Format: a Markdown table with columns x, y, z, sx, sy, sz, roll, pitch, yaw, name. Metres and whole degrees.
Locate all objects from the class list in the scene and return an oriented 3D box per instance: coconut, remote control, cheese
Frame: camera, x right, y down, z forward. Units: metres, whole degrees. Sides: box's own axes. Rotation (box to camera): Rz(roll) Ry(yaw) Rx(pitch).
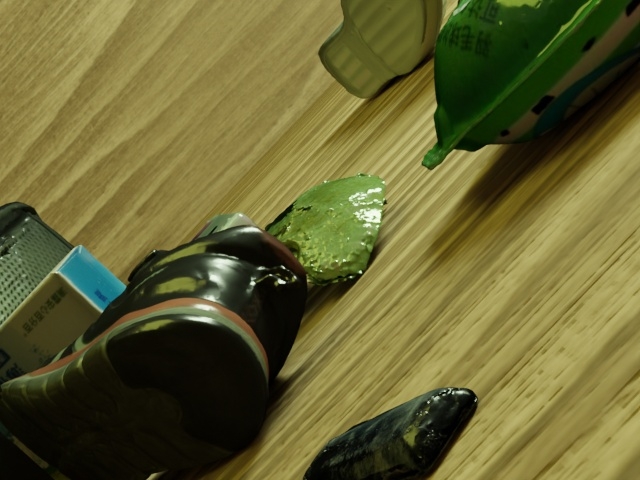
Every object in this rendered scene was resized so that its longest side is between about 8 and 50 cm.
| x | y | z | sx | sy | sz | roll | pitch | yaw | name |
| --- | --- | --- | --- | --- | --- | --- | --- | --- | --- |
| -0.005 | -0.001 | 0.853 | 0.158 | 0.055 | 0.133 | -35 | 14 | 51 | coconut |
| -0.141 | 0.031 | 1.492 | 0.145 | 0.050 | 0.344 | -47 | 6 | -5 | remote control |
| 0.159 | -0.159 | 0.652 | 0.320 | 0.083 | 0.204 | -48 | 5 | 4 | cheese |
| 0.020 | 0.073 | 0.452 | 0.039 | 0.014 | 0.096 | -51 | 7 | -30 | remote control |

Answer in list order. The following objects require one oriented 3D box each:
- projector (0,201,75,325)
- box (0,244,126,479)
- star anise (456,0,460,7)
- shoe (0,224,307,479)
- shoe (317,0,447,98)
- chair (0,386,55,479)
| x | y | z | sx | sy | sz | roll | pitch | yaw | name |
| --- | --- | --- | --- | --- | --- | --- | --- | --- | --- |
| -0.392 | 0.207 | 1.203 | 0.395 | 0.242 | 0.405 | -42 | 9 | 24 | projector |
| -0.193 | 0.122 | 0.916 | 0.194 | 0.139 | 0.073 | -45 | 8 | 14 | box |
| 0.180 | -0.289 | 1.379 | 0.124 | 0.056 | 0.129 | -4 | 42 | 49 | star anise |
| -0.101 | 0.070 | 0.760 | 0.291 | 0.114 | 0.137 | -33 | 20 | 51 | shoe |
| 0.107 | -0.295 | 1.568 | 0.160 | 0.132 | 0.363 | -47 | 1 | -14 | shoe |
| -0.211 | 0.176 | 0.711 | 0.154 | 0.141 | 0.260 | -50 | 6 | -21 | chair |
